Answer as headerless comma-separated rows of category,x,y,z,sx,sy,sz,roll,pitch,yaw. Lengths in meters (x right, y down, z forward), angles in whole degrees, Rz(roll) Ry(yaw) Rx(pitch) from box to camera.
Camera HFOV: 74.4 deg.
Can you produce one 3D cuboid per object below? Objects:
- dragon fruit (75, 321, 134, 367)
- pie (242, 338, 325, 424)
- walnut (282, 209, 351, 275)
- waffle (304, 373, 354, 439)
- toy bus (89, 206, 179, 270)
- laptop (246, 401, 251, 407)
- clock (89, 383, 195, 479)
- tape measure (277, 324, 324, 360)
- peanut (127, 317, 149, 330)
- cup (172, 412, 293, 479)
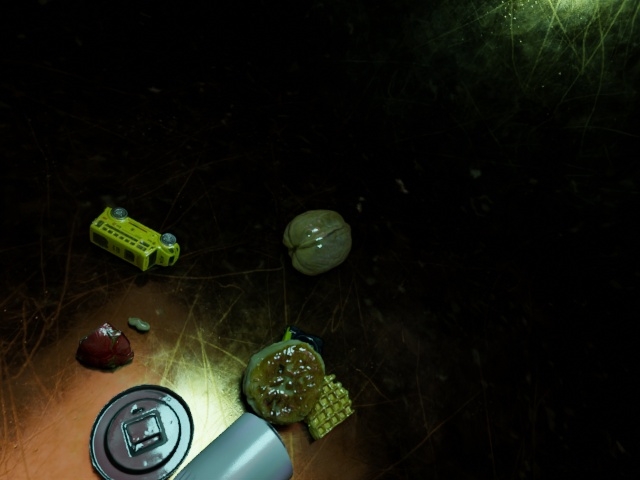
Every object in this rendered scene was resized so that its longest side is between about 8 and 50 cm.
dragon fruit,-0.724,0.373,1.429,0.161,0.120,0.127,38,51,-2
pie,-0.129,0.521,1.553,0.315,0.092,0.315,1,74,-5
walnut,-0.002,0.002,2.023,0.344,0.306,0.306,-18,64,-34
waffle,0.010,0.623,1.660,0.229,0.057,0.219,-22,72,-41
toy bus,-0.744,0.010,1.700,0.330,0.144,0.152,29,45,-3
laptop,-0.172,0.584,1.626,0.154,0.026,0.207,35,46,-1
clock,-0.565,0.622,1.348,0.313,0.061,0.312,15,48,-18
tape measure,-0.087,0.455,1.712,0.199,0.112,0.186,23,33,-5
peanut,-0.675,0.309,1.567,0.083,0.037,0.037,27,45,0
cup,-0.284,0.737,1.283,0.372,0.253,0.253,-31,73,-39
